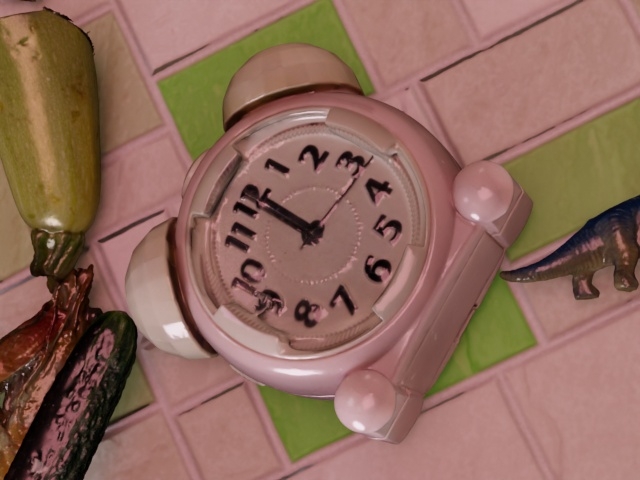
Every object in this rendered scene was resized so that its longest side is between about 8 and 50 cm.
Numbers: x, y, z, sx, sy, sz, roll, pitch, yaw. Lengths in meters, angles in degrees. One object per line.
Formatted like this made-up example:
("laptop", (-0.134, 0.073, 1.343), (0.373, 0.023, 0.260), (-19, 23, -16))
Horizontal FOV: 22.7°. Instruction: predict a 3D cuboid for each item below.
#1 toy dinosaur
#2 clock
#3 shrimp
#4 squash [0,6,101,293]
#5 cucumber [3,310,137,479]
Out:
("toy dinosaur", (0.297, -0.034, 1.566), (0.248, 0.075, 0.188), (-3, 75, 3))
("clock", (0.000, 0.000, 1.565), (0.326, 0.184, 0.342), (28, 83, 17))
("shrimp", (-0.310, 0.150, 1.624), (0.062, 0.154, 0.294), (15, 74, 50))
("squash", (-0.273, -0.094, 1.667), (0.137, 0.137, 0.287), (-15, 91, 8))
("cucumber", (-0.248, 0.180, 1.592), (0.074, 0.074, 0.241), (25, 84, 12))
